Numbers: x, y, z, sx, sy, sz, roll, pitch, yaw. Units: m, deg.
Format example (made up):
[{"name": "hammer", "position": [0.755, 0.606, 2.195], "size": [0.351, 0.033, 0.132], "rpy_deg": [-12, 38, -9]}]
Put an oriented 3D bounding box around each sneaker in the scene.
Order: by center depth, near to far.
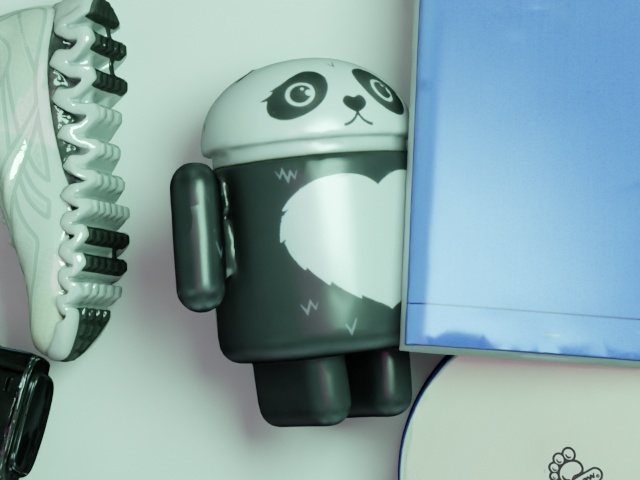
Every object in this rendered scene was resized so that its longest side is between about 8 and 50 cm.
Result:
[{"name": "sneaker", "position": [-0.218, -0.048, 1.578], "size": [0.118, 0.110, 0.292], "rpy_deg": [-3, 80, 12]}]

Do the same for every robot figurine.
[{"name": "robot figurine", "position": [0.000, 0.000, 1.516], "size": [0.173, 0.209, 0.278], "rpy_deg": [-6, 88, 17]}]

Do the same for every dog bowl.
[{"name": "dog bowl", "position": [0.191, 0.181, 1.531], "size": [0.265, 0.104, 0.265], "rpy_deg": [0, 88, 4]}]

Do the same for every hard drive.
[{"name": "hard drive", "position": [0.170, -0.071, 1.474], "size": [0.210, 0.040, 0.319], "rpy_deg": [5, 78, -7]}]

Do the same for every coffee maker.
[{"name": "coffee maker", "position": [-0.309, 0.126, 1.538], "size": [0.178, 0.171, 0.120], "rpy_deg": [12, 103, 7]}]
